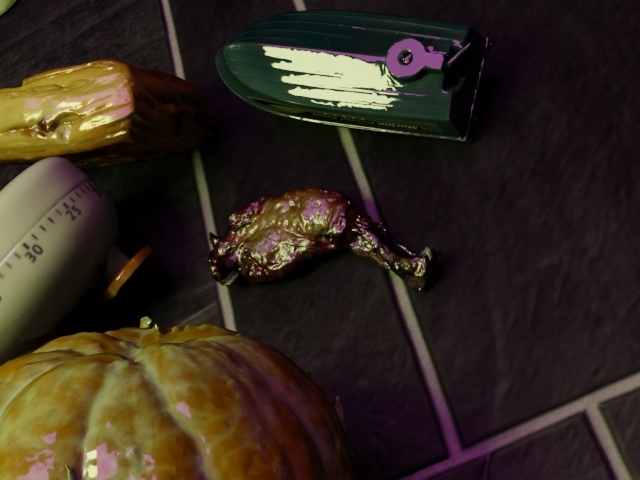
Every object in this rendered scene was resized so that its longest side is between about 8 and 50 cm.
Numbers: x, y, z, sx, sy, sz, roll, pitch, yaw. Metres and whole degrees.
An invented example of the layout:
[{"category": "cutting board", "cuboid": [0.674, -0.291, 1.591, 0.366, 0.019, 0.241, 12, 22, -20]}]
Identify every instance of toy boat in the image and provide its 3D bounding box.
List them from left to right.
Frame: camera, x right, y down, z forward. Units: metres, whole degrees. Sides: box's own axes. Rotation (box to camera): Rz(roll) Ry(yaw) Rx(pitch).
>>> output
[{"category": "toy boat", "cuboid": [0.024, -0.172, 1.093, 0.296, 0.122, 0.114, 10, 80, 25]}]

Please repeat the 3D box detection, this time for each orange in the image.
[{"category": "orange", "cuboid": [-0.131, 0.188, 0.771, 0.329, 0.329, 0.249, 1, 95, 31]}]

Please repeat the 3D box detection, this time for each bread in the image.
[{"category": "bread", "cuboid": [-0.255, -0.136, 1.176, 0.235, 0.210, 0.099, -6, 89, 23]}]

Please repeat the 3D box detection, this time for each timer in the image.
[{"category": "timer", "cuboid": [-0.323, 0.010, 1.078, 0.233, 0.240, 0.233, -49, 5, 5]}]

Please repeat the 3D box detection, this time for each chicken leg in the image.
[{"category": "chicken leg", "cuboid": [0.000, 0.000, 1.027, 0.253, 0.051, 0.106, 1, 63, 30]}]

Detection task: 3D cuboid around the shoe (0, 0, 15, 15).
[{"category": "shoe", "cuboid": [-0.610, -0.368, 1.600, 0.316, 0.159, 0.124, -25, 48, 7]}]
